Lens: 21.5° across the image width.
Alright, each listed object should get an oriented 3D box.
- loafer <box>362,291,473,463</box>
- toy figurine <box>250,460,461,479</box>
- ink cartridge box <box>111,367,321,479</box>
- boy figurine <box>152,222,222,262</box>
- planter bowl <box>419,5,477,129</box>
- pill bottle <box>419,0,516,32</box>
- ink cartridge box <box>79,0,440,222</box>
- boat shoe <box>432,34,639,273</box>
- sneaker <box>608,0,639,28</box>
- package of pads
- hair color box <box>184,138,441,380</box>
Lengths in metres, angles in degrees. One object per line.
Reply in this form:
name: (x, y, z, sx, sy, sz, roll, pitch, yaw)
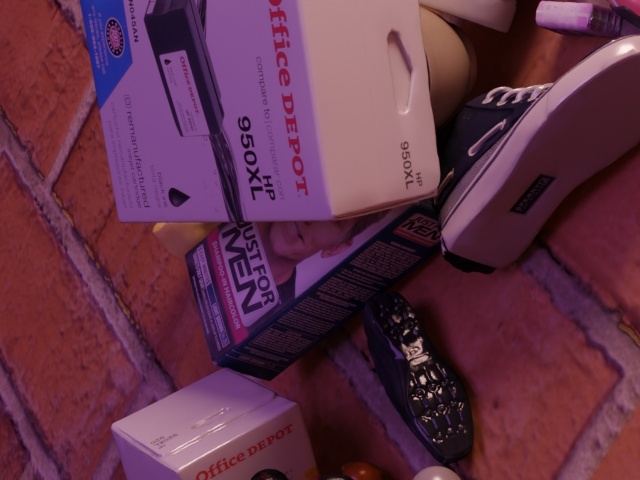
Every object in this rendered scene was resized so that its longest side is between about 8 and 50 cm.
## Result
loafer: (0.110, 0.159, 1.895, 0.078, 0.076, 0.223, 92, 156, -54)
toy figurine: (0.032, 0.310, 1.824, 0.209, 0.213, 0.148, 4, 94, 57)
ink cartridge box: (-0.108, 0.297, 1.956, 0.168, 0.171, 0.232, 19, 129, 53)
boy figurine: (-0.129, -0.106, 2.239, 0.285, 0.092, 0.177, -62, 11, 12)
planter bowl: (0.104, -0.190, 1.872, 0.162, 0.109, 0.162, 20, 117, 46)
pill bottle: (0.192, -0.382, 1.871, 0.162, 0.162, 0.278, 30, 104, 52)
ink cartridge box: (-0.075, -0.171, 1.871, 0.395, 0.166, 0.285, 0, 102, 49)
boat shoe: (0.225, -0.127, 1.779, 0.340, 0.127, 0.158, -47, 40, 33)
sneaker: (0.332, -0.362, 1.694, 0.136, 0.116, 0.313, 137, 134, -61)
package of pads: (0.276, -0.237, 1.809, 0.083, 0.050, 0.032, 14, 91, 52)
hair color box: (0.000, 0.000, 2.009, 0.347, 0.105, 0.173, -39, 51, 27)
